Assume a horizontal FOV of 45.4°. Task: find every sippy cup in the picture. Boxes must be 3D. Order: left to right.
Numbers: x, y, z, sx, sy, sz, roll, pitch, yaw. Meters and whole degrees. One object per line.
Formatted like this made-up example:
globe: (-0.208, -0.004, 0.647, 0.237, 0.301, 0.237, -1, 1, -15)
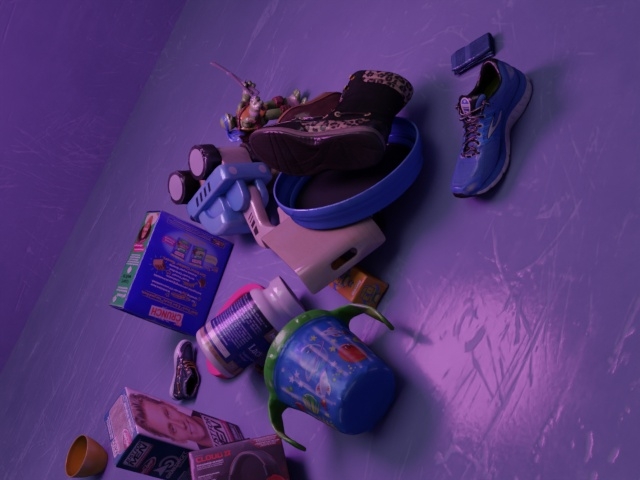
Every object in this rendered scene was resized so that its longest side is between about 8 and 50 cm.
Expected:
sippy cup: (0.034, 0.297, 1.650, 0.224, 0.240, 0.305, 29, 113, 46)

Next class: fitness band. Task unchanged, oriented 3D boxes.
fitness band: (-0.229, 0.252, 2.146, 0.291, 0.054, 0.209, -52, 36, 16)

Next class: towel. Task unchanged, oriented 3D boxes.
towel: (0.375, -0.460, 1.889, 0.119, 0.029, 0.067, -26, 48, 41)

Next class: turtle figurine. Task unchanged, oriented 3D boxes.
turtle figurine: (-0.180, -0.444, 2.352, 0.198, 0.266, 0.275, 172, 89, -71)

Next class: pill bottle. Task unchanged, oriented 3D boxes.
pill bottle: (-0.174, 0.218, 1.968, 0.264, 0.153, 0.153, -38, 37, 1)

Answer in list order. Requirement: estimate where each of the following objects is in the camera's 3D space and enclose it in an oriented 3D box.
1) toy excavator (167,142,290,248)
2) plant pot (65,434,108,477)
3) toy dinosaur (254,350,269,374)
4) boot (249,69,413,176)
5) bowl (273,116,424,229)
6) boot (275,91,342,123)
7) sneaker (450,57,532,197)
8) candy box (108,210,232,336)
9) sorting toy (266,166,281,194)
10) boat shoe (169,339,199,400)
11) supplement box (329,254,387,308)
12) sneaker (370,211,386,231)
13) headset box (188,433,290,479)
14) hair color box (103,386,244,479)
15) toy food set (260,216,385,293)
toy excavator: (-0.213, -0.095, 2.248, 0.433, 0.222, 0.445, -41, 66, 44)
plant pot: (-0.740, 0.700, 2.450, 0.134, 0.095, 0.134, -31, 45, 36)
toy dinosaur: (-0.113, 0.339, 1.955, 0.183, 0.053, 0.093, 32, 108, 63)
boot: (0.034, -0.300, 1.915, 0.377, 0.138, 0.284, 0, 42, 35)
bowl: (0.072, -0.168, 1.898, 0.391, 0.077, 0.391, -21, 30, 13)
boot: (-0.007, -0.335, 2.191, 0.248, 0.090, 0.207, -40, 38, -11)
sneaker: (0.344, -0.249, 1.680, 0.130, 0.147, 0.330, 4, 70, 53)
candy box: (-0.454, 0.104, 2.347, 0.122, 0.268, 0.317, -3, 64, 55)
sorting toy: (-0.124, -0.232, 2.358, 0.347, 0.047, 0.196, 12, 80, 55)
boat shoe: (-0.390, 0.380, 2.260, 0.083, 0.065, 0.183, -17, 60, 43)
supplement box: (0.062, 0.088, 1.867, 0.233, 0.080, 0.078, 33, 96, 53)
sneaker: (0.111, -0.084, 1.931, 0.077, 0.072, 0.178, -35, 40, 38)
headset box: (-0.169, 0.570, 1.697, 0.293, 0.218, 0.110, -109, 12, -48)
hair color box: (-0.337, 0.493, 1.857, 0.105, 0.347, 0.174, -54, 36, 11)
toy food set: (0.000, 0.000, 1.882, 0.219, 0.092, 0.306, -37, 30, -9)
